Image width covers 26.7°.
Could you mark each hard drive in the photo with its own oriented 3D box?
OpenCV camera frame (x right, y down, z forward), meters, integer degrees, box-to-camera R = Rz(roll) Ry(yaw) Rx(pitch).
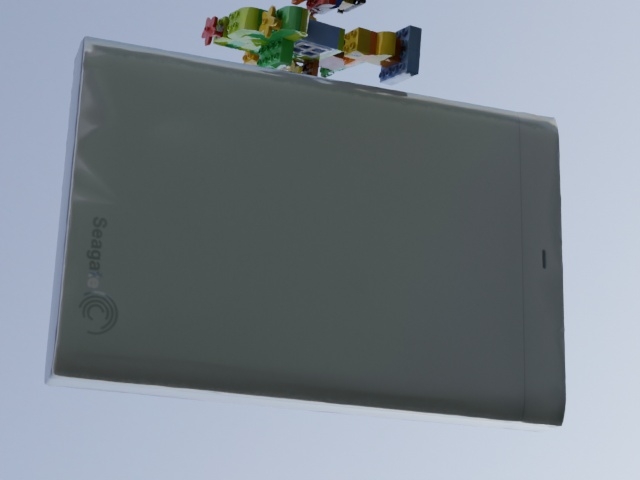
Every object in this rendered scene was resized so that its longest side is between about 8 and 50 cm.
[{"bbox_3d":[0.000,0.000,0.807,0.307,0.040,0.203,8,-109,-18],"label":"hard drive"}]

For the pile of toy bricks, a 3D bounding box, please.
[{"bbox_3d":[-0.025,-0.133,0.896,0.105,0.212,0.118,11,-103,-29],"label":"pile of toy bricks"}]
